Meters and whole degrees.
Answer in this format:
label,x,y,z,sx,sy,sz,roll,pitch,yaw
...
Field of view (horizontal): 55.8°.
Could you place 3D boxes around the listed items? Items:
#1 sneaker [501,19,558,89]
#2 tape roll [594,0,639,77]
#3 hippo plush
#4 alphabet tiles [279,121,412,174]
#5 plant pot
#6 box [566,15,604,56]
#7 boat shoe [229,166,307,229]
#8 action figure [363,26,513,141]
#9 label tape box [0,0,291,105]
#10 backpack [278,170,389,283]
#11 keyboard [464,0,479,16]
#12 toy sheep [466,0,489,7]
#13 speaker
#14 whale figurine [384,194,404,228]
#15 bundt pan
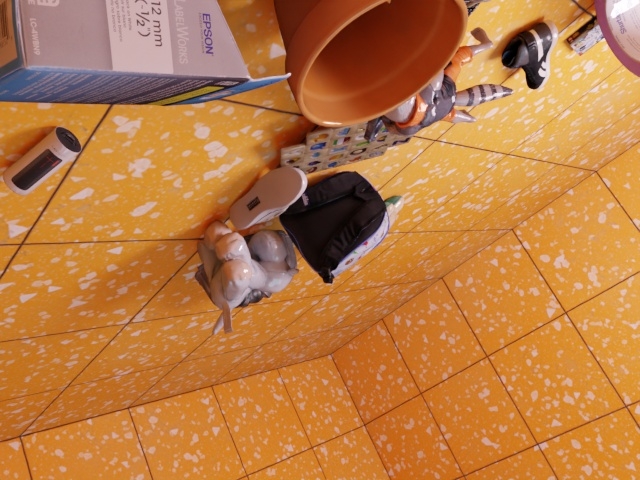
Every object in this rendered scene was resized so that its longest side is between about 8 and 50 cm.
label,x,y,z,sx,sy,sz,roll,pitch,yaw
sneaker,0.500,-0.441,1.492,0.121,0.079,0.217,-23,152,-2
tape roll,0.724,-0.496,1.330,0.090,0.274,0.275,-29,160,4
hippo plush,-0.172,0.079,1.612,0.237,0.294,0.234,-10,176,-29
alphabet tiles,0.068,-0.226,1.433,0.343,0.011,0.285,-15,171,-7
plant pot,0.054,-0.350,0.957,0.291,0.203,0.291,-24,159,-10
box,0.712,-0.543,1.560,0.137,0.027,0.094,-38,156,28
boat shoe,-0.116,-0.104,1.501,0.267,0.096,0.088,-35,169,39
action figure,0.233,-0.323,1.172,0.330,0.178,0.341,-27,148,-37
label tape box,-0.252,-0.249,0.799,0.348,0.115,0.249,-12,-170,-40
backpack,0.055,-0.048,1.650,0.263,0.276,0.213,-37,164,7
keyboard,0.241,-0.458,1.188,0.180,0.023,0.108,-15,157,-32
toy sheep,0.287,-0.480,1.104,0.132,0.091,0.091,13,137,-46
speaker,-0.477,-0.136,1.037,0.136,0.055,0.055,-32,159,16
whale figurine,0.159,-0.070,1.938,0.272,0.141,0.216,-43,172,-38
bundt pan,-0.211,0.106,1.873,0.331,0.124,0.331,-24,160,-10
